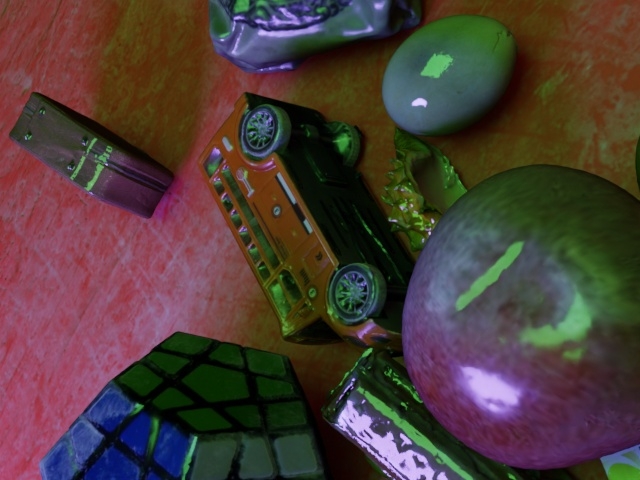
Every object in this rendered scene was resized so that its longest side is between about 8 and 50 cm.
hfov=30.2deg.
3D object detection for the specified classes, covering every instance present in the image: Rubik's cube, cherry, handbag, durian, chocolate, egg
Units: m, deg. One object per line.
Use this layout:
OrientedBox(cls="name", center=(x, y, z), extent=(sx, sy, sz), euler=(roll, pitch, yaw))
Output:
OrientedBox(cls="Rubik's cube", center=(-0.123, 0.252, 1.199), extent=(0.319, 0.264, 0.318), euler=(-9, 73, 31))
OrientedBox(cls="cherry", center=(0.198, 0.070, 1.006), extent=(0.307, 0.221, 0.261), euler=(25, 95, 51))
OrientedBox(cls="handbag", center=(-0.276, -0.102, 1.460), extent=(0.193, 0.151, 0.072), euler=(31, 92, 37))
OrientedBox(cls="durian", center=(0.109, -0.038, 1.227), extent=(0.078, 0.140, 0.224), euler=(-58, 35, 26))
OrientedBox(cls="chocolate", center=(0.140, 0.227, 1.075), extent=(0.329, 0.065, 0.102), euler=(39, 98, 18))
OrientedBox(cls="egg", center=(0.134, -0.172, 1.229), extent=(0.152, 0.114, 0.114), euler=(-31, 63, 20))

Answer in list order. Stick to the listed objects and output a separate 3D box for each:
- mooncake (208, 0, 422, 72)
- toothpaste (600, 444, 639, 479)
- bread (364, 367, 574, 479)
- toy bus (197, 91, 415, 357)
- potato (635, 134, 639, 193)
OrientedBox(cls="mooncake", center=(-0.019, -0.332, 1.358), extent=(0.250, 0.136, 0.254), euler=(-12, 72, 27))
OrientedBox(cls="toothpaste", center=(0.331, 0.287, 1.016), extent=(0.081, 0.067, 0.336), euler=(-31, 63, 27))
OrientedBox(cls="bread", center=(0.131, 0.220, 1.155), extent=(0.232, 0.088, 0.128), euler=(39, 108, 29))
OrientedBox(cls="toy bus", center=(0.000, 0.000, 1.264), extent=(0.153, 0.143, 0.329), euler=(-46, 58, 27))
OrientedBox(cls="potato", center=(0.381, -0.037, 1.011), extent=(0.251, 0.159, 0.174), euler=(58, 134, 20))
